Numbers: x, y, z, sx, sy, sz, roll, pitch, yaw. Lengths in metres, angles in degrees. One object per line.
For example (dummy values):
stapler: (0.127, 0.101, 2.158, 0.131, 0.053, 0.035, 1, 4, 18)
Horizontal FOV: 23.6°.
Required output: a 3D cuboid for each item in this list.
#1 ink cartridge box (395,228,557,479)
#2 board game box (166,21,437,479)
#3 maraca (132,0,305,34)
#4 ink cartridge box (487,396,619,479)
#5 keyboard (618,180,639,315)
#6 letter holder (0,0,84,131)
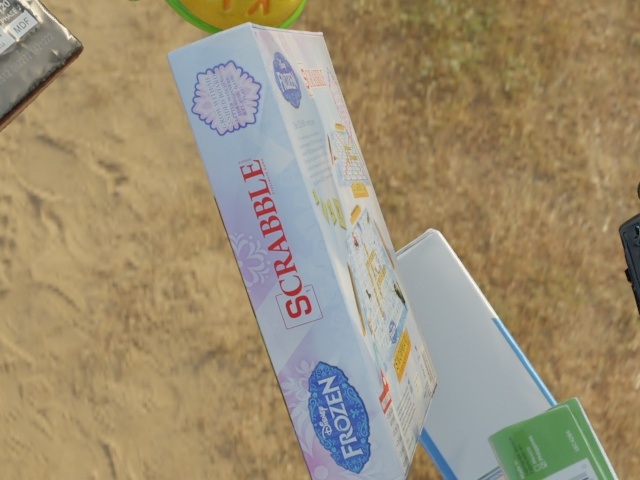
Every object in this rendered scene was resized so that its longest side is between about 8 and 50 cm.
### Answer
ink cartridge box: (0.140, 0.138, 1.543, 0.129, 0.307, 0.223, -35, 75, 2)
board game box: (0.000, 0.000, 1.146, 0.066, 0.319, 0.318, -18, 93, 10)
maraca: (-0.093, -0.237, 1.291, 0.186, 0.099, 0.127, 12, 77, -26)
ink cartridge box: (0.176, 0.187, 1.004, 0.062, 0.209, 0.109, -26, 64, 6)
keyboard: (0.296, 0.055, 1.116, 0.033, 0.317, 0.201, -21, 57, 29)
letter holder: (-0.342, -0.058, 1.035, 0.152, 0.214, 0.302, 46, 53, -8)
